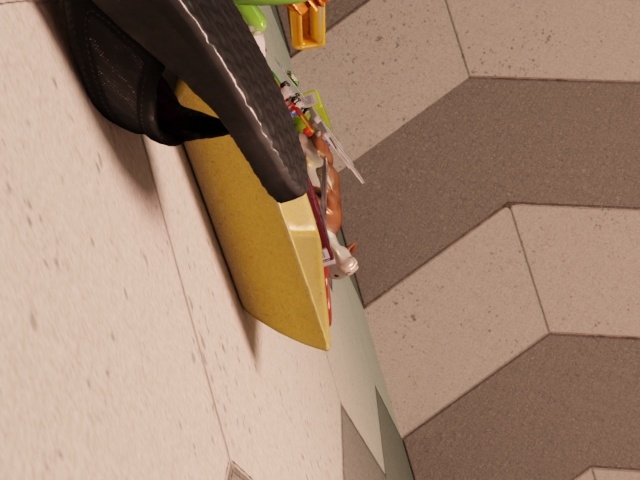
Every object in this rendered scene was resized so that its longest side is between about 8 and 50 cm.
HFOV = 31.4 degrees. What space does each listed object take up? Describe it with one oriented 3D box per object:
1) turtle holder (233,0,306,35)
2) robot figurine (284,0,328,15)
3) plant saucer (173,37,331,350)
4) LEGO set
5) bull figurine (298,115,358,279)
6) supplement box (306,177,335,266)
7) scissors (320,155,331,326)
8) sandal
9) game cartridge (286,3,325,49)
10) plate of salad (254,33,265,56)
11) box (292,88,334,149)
[{"bbox_3d":[-0.078,-0.354,0.919,0.320,0.243,0.227,58,-19,12],"label":"turtle holder"},{"bbox_3d":[-0.101,-0.357,1.294,0.291,0.085,0.211,34,-14,49],"label":"robot figurine"},{"bbox_3d":[-0.078,-0.079,1.225,0.333,0.081,0.332,-96,167,-69],"label":"plant saucer"},{"bbox_3d":[-0.035,-0.194,1.736,0.244,0.060,0.182,50,7,-31],"label":"LEGO set"},{"bbox_3d":[-0.011,-0.080,1.914,0.188,0.101,0.310,78,-3,-52],"label":"bull figurine"},{"bbox_3d":[-0.049,-0.071,1.620,0.239,0.073,0.130,70,4,-51],"label":"supplement box"},{"bbox_3d":[0.000,0.000,1.796,0.109,0.021,0.297,-109,-164,-71],"label":"scissors"},{"bbox_3d":[-0.140,-0.171,0.784,0.446,0.107,0.167,50,21,-47],"label":"sandal"},{"bbox_3d":[-0.039,-0.458,1.485,0.285,0.053,0.323,89,-9,-69],"label":"game cartridge"},{"bbox_3d":[-0.119,-0.268,1.484,0.200,0.048,0.199,-6,90,-72],"label":"plate of salad"},{"bbox_3d":[-0.037,-0.203,2.055,0.178,0.109,0.042,63,10,-69],"label":"box"}]
